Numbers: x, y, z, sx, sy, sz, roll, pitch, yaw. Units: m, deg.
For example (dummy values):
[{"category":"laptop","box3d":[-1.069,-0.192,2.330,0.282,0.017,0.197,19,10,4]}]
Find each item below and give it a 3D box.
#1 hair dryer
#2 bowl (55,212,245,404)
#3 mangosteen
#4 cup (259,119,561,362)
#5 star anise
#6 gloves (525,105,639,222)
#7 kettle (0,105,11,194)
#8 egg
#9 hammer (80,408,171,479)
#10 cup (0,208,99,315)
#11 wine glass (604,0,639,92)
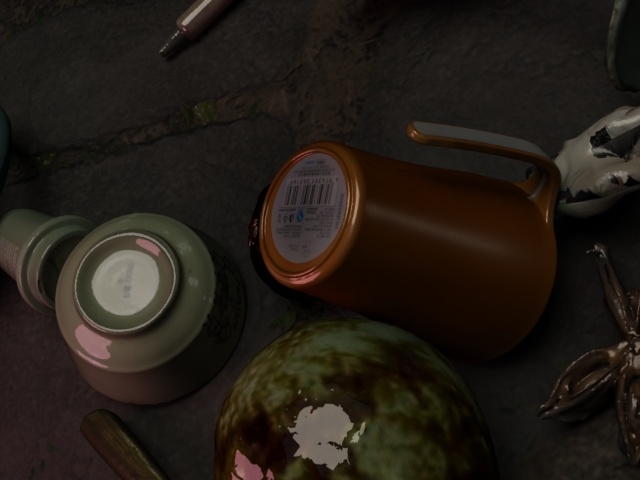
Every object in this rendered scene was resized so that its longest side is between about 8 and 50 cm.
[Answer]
[{"category":"hair dryer","box3d":[-0.111,-0.311,1.482,0.195,0.053,0.220,30,79,35]},{"category":"bowl","box3d":[-0.191,0.060,1.235,0.211,0.112,0.211,-2,69,7]},{"category":"mangosteen","box3d":[0.000,0.000,1.213,0.151,0.137,0.137,5,59,-10]},{"category":"cup","box3d":[0.094,-0.011,1.060,0.226,0.264,0.182,-54,44,21]},{"category":"star anise","box3d":[0.299,0.106,1.039,0.172,0.063,0.208,11,64,26]},{"category":"gloves","box3d":[0.305,-0.082,1.097,0.212,0.127,0.111,-29,61,24]},{"category":"kettle","box3d":[-0.523,-0.051,1.428,0.319,0.247,0.342,-17,45,6]},{"category":"egg","box3d":[0.035,0.207,0.994,0.238,0.238,0.289,-25,76,11]},{"category":"hammer","box3d":[-0.110,0.279,1.092,0.044,0.168,0.440,-46,45,-10]},{"category":"cup","box3d":[-0.323,0.019,1.359,0.141,0.120,0.120,18,71,44]},{"category":"wine glass","box3d":[0.197,-0.323,1.234,0.406,0.267,0.267,31,78,30]}]
